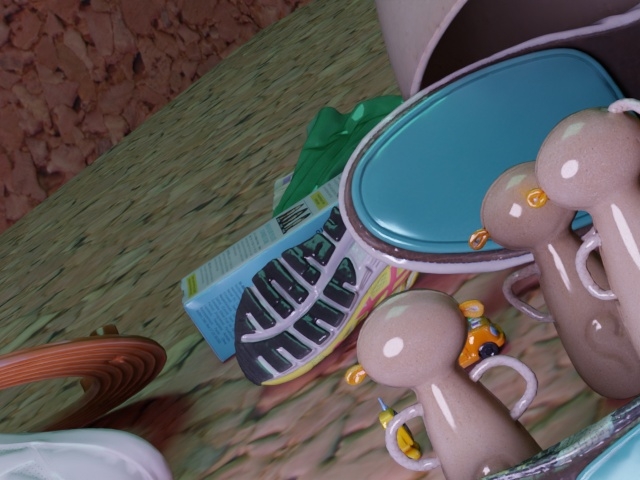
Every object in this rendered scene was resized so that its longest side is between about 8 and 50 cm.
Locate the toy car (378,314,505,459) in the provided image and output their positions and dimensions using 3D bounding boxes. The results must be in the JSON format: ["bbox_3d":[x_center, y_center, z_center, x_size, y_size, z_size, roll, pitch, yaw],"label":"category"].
[{"bbox_3d":[0.068,0.072,0.830,0.060,0.040,0.122,-28,13,22],"label":"toy car"}]

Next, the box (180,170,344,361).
[{"bbox_3d":[0.000,0.000,1.226,0.244,0.060,0.100,-33,13,1],"label":"box"}]

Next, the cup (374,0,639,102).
[{"bbox_3d":[0.159,-0.249,1.023,0.331,0.237,0.331,-23,-23,-11],"label":"cup"}]

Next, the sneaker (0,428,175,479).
[{"bbox_3d":[-0.251,0.197,0.905,0.292,0.108,0.169,-11,22,22],"label":"sneaker"}]

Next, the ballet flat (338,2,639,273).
[{"bbox_3d":[0.201,-0.088,0.963,0.400,0.139,0.139,-29,13,1],"label":"ballet flat"}]

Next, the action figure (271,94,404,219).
[{"bbox_3d":[0.010,-0.056,1.404,0.137,0.063,0.232,-20,26,35],"label":"action figure"}]

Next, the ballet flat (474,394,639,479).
[{"bbox_3d":[0.100,0.112,0.586,0.188,0.070,0.070,-29,13,12],"label":"ballet flat"}]

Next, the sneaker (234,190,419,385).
[{"bbox_3d":[0.026,0.029,1.055,0.208,0.094,0.081,-47,56,4],"label":"sneaker"}]

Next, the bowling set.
[{"bbox_3d":[0.145,-0.008,0.678,0.287,0.154,0.200,-31,13,8],"label":"bowling set"}]

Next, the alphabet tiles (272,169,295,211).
[{"bbox_3d":[0.070,-0.115,1.583,0.284,0.021,0.278,-32,12,8],"label":"alphabet tiles"}]

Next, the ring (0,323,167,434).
[{"bbox_3d":[-0.280,0.138,1.126,0.336,0.032,0.336,-23,-14,-6],"label":"ring"}]
